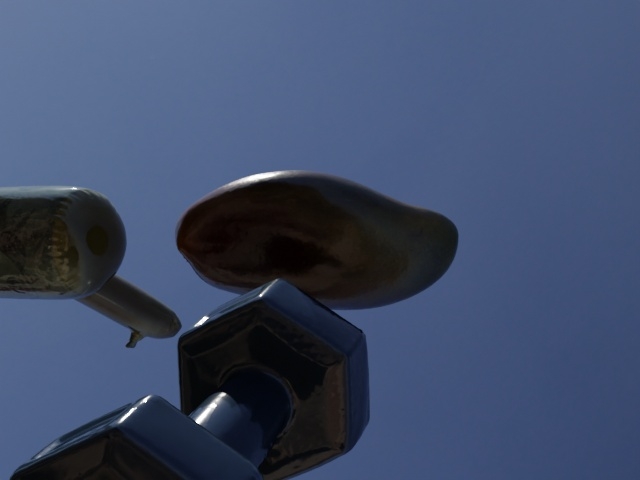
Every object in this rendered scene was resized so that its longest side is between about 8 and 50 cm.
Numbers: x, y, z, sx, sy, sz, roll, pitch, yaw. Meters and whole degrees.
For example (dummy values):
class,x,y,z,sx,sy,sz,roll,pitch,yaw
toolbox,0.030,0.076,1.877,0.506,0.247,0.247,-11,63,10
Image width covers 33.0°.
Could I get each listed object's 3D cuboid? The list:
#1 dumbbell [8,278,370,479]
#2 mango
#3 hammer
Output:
class,x,y,z,sx,sy,sz,roll,pitch,yaw
dumbbell,-0.069,0.140,0.728,0.160,0.325,0.144,32,-70,6
mango,0.000,0.000,0.998,0.267,0.111,0.133,4,-66,-9
hammer,-0.244,0.043,1.119,0.202,0.113,0.305,3,-23,29
